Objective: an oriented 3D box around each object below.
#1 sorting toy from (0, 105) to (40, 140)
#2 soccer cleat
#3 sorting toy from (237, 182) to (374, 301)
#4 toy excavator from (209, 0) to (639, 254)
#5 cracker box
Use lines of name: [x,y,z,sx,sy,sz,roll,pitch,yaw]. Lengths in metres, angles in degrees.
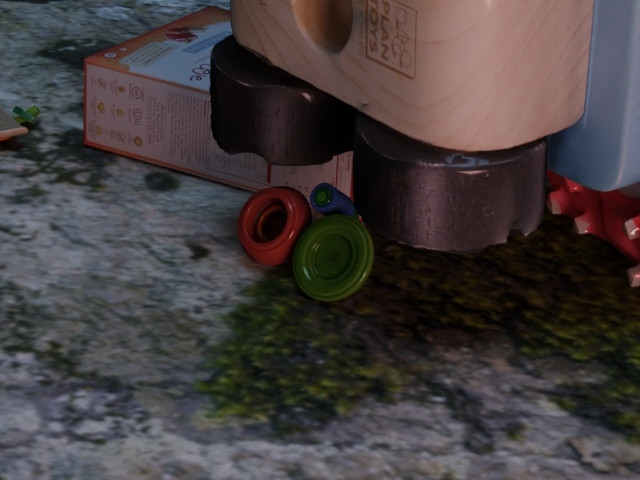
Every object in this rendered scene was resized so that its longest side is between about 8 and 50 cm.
sorting toy: [-0.221,-0.076,1.287,0.083,0.012,0.062,-13,24,-28]
soccer cleat: [0.201,-0.036,1.169,0.095,0.083,0.248,-14,31,-11]
sorting toy: [0.000,0.000,1.111,0.102,0.061,0.042,31,0,35]
toy excavator: [0.209,-0.156,1.085,0.445,0.222,0.433,-19,32,-31]
cracker box: [-0.021,-0.089,1.283,0.232,0.067,0.155,16,27,25]
